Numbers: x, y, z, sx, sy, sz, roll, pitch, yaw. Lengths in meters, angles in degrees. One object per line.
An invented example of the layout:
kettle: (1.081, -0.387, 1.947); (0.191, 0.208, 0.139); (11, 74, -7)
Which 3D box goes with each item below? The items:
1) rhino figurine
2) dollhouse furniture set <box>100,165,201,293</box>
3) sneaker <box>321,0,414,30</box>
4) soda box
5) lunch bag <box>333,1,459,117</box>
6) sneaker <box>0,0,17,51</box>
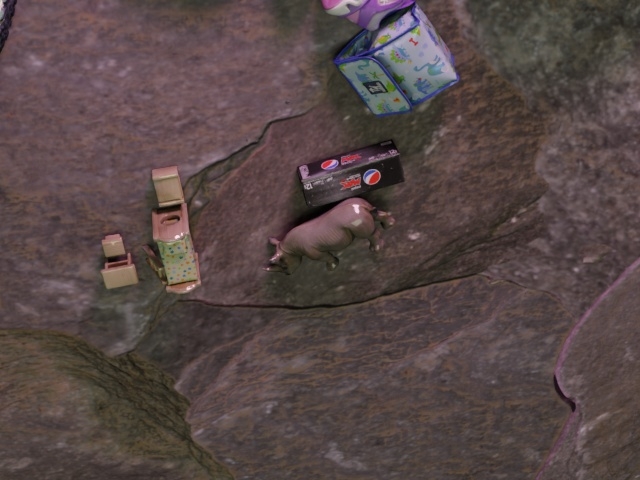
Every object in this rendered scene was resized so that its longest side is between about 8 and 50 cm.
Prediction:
rhino figurine: (0.000, 0.000, 1.498); (0.243, 0.073, 0.106); (-25, 140, 23)
dollhouse furniture set: (-0.289, -0.005, 1.419); (0.161, 0.101, 0.182); (-11, 124, -5)
sneaker: (0.114, -0.394, 1.265); (0.236, 0.095, 0.104); (-41, 129, 20)
soda box: (0.050, -0.109, 1.454); (0.169, 0.053, 0.060); (-16, 125, -1)
lunch bag: (0.114, -0.268, 1.345); (0.151, 0.096, 0.129); (-26, 128, 23)
sneaker: (-0.494, -0.277, 1.194); (0.122, 0.110, 0.283); (18, 117, -19)
